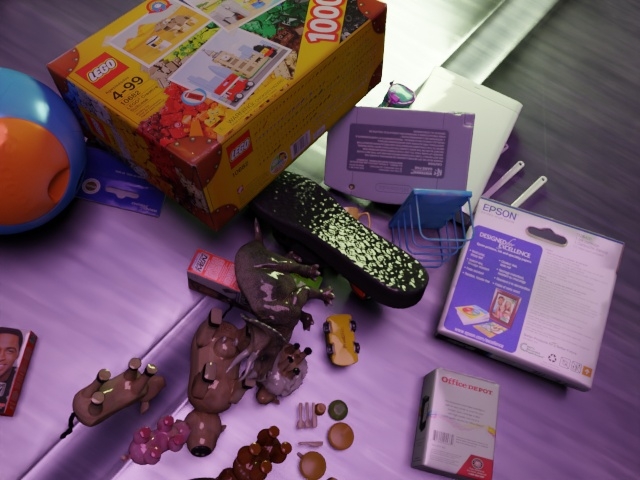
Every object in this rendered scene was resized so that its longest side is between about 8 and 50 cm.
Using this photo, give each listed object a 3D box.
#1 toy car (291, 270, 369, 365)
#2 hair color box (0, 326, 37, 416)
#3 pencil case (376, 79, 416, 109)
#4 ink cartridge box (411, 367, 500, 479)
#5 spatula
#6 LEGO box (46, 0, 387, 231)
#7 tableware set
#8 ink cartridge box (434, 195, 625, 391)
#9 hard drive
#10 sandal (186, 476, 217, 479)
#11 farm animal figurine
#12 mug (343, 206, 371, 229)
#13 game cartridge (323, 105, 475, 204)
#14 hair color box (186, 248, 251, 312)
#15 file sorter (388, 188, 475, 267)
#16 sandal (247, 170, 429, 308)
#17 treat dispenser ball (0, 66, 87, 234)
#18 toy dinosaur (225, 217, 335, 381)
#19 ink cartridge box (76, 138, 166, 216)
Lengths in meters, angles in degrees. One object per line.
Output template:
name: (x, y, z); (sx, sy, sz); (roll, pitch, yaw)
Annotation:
toy car: (0.009, 0.105, 1.136); (0.225, 0.053, 0.239); (27, 63, 3)
hair color box: (-0.540, 0.220, 0.987); (0.072, 0.043, 0.141); (8, 64, -6)
pencil case: (0.145, -0.277, 1.278); (0.070, 0.151, 0.064); (-25, 75, -32)
ink cartridge box: (0.247, 0.337, 1.063); (0.127, 0.072, 0.175); (16, 64, -3)
spatula: (0.399, -0.115, 1.330); (0.242, 0.019, 0.168); (-38, 72, -24)
LEGO box: (-0.169, -0.318, 1.107); (0.372, 0.193, 0.500); (34, 64, 21)
tableware set: (0.009, 0.362, 1.037); (0.104, 0.024, 0.154); (2, 64, -13)
ink cartridge box: (0.418, 0.100, 1.170); (0.303, 0.072, 0.307); (20, 69, 9)
hard drive: (0.296, -0.229, 1.335); (0.233, 0.047, 0.353); (27, 64, 8)
sandal: (-0.247, 0.422, 0.944); (0.180, 0.072, 0.049); (-2, 88, -16)
farm animal figurine: (-0.206, 0.255, 0.966); (0.330, 0.172, 0.327); (31, 45, -11)
mug: (0.057, -0.031, 1.198); (0.062, 0.078, 0.064); (9, 69, -43)
game cartridge: (0.158, -0.175, 1.210); (0.297, 0.062, 0.198); (7, 106, 10)
hair color box: (-0.161, 0.083, 1.091); (0.167, 0.093, 0.053); (22, 63, 1)
file sorter: (0.220, -0.019, 1.168); (0.118, 0.170, 0.104); (2, 69, -10)
sandal: (-0.001, 0.001, 1.116); (0.167, 0.107, 0.446); (-20, 49, -43)
treat dispenser ball: (-0.561, -0.154, 1.016); (0.288, 0.288, 0.288); (4, 65, -9)
toy dinosaur: (-0.081, 0.071, 0.981); (0.160, 0.121, 0.313); (7, 57, -38)
ink cartridge box: (-0.368, -0.239, 1.220); (0.176, 0.069, 0.371); (14, 67, -4)
